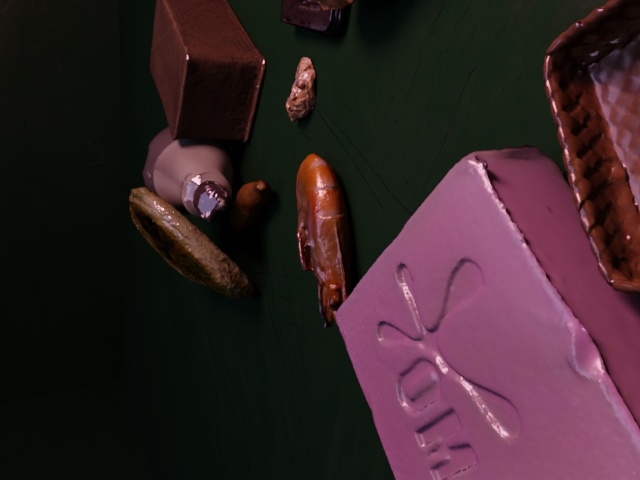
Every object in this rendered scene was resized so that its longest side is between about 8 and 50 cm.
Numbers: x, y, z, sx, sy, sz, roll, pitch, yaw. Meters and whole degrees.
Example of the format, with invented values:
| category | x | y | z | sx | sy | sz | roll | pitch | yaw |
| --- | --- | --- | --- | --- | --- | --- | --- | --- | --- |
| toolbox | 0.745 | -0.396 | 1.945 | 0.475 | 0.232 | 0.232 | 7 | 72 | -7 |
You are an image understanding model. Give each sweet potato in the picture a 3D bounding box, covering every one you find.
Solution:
| category | x | y | z | sx | sy | sz | roll | pitch | yaw |
| --- | --- | --- | --- | --- | --- | --- | --- | --- | --- |
| sweet potato | -0.145 | -0.054 | 1.068 | 0.274 | 0.067 | 0.067 | -37 | 62 | 60 |

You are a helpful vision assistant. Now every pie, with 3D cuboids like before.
| category | x | y | z | sx | sy | sz | roll | pitch | yaw |
| --- | --- | --- | --- | --- | --- | --- | --- | --- | --- |
| pie | -0.267 | 0.012 | 1.122 | 0.323 | 0.071 | 0.323 | 36 | 163 | 12 |

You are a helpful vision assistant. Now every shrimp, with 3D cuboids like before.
| category | x | y | z | sx | sy | sz | roll | pitch | yaw |
| --- | --- | --- | --- | --- | --- | --- | --- | --- | --- |
| shrimp | 0.000 | 0.000 | 0.806 | 0.150 | 0.067 | 0.249 | 123 | 141 | -67 |

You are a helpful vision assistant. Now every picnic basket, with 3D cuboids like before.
| category | x | y | z | sx | sy | sz | roll | pitch | yaw |
| --- | --- | --- | --- | --- | --- | --- | --- | --- | --- |
| picnic basket | 0.219 | -0.065 | 0.377 | 0.110 | 0.054 | 0.194 | -29 | 70 | 61 |

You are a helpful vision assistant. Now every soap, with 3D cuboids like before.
| category | x | y | z | sx | sy | sz | roll | pitch | yaw |
| --- | --- | --- | --- | --- | --- | --- | --- | --- | --- |
| soap | 0.151 | 0.118 | 0.492 | 0.285 | 0.107 | 0.296 | -58 | 46 | 46 |

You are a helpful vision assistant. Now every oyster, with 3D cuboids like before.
| category | x | y | z | sx | sy | sz | roll | pitch | yaw |
| --- | --- | --- | --- | --- | --- | --- | --- | --- | --- |
| oyster | -0.038 | -0.226 | 0.857 | 0.080 | 0.038 | 0.083 | -18 | 80 | 64 |

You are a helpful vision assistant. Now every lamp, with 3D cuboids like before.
| category | x | y | z | sx | sy | sz | roll | pitch | yaw |
| --- | --- | --- | --- | --- | --- | --- | --- | --- | --- |
| lamp | -0.249 | -0.103 | 1.095 | 0.314 | 0.181 | 0.182 | -110 | 29 | -50 |

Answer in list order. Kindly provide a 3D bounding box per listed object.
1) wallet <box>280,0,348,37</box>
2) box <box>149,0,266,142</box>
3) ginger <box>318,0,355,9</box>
| category | x | y | z | sx | sy | sz | roll | pitch | yaw |
| --- | --- | --- | --- | --- | --- | --- | --- | --- | --- |
| wallet | -0.001 | -0.438 | 0.741 | 0.172 | 0.045 | 0.318 | 45 | 134 | 53 |
| box | -0.226 | -0.330 | 1.088 | 0.273 | 0.143 | 0.184 | 62 | 145 | 38 |
| ginger | 0.057 | -0.363 | 0.540 | 0.354 | 0.189 | 0.126 | 121 | 165 | -61 |
